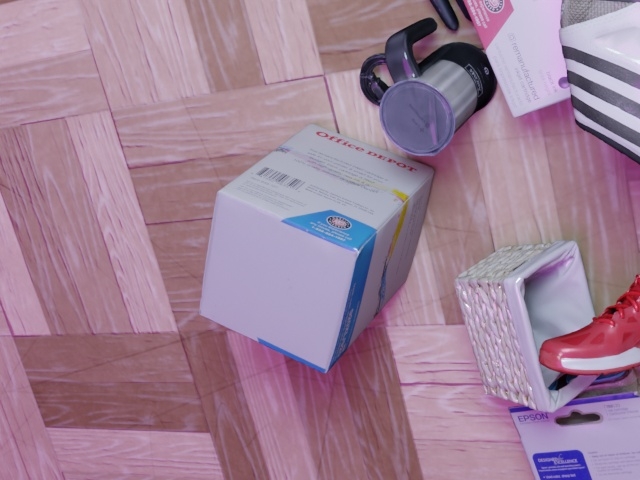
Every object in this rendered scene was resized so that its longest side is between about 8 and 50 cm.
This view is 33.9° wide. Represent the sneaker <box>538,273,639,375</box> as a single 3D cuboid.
[{"bbox_3d":[0.328,0.062,1.109,0.087,0.221,0.128,-160,60,-71],"label":"sneaker"}]

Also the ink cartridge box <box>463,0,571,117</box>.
[{"bbox_3d":[0.269,-0.235,1.037,0.218,0.092,0.158,-19,102,31],"label":"ink cartridge box"}]

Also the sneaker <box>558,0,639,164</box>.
[{"bbox_3d":[0.427,-0.159,0.881,0.448,0.169,0.257,-1,109,18],"label":"sneaker"}]

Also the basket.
[{"bbox_3d":[0.235,0.092,1.183,0.103,0.113,0.167,4,116,51],"label":"basket"}]

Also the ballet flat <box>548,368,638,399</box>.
[{"bbox_3d":[0.290,0.179,1.239,0.168,0.057,0.052,-9,117,32],"label":"ballet flat"}]

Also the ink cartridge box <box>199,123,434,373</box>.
[{"bbox_3d":[0.000,0.000,1.203,0.171,0.233,0.168,23,123,17],"label":"ink cartridge box"}]

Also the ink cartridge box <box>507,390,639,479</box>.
[{"bbox_3d":[0.357,0.319,1.260,0.165,0.065,0.332,-12,107,32],"label":"ink cartridge box"}]

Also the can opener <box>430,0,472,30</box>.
[{"bbox_3d":[0.110,-0.307,1.112,0.059,0.073,0.186,-8,121,39],"label":"can opener"}]

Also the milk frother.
[{"bbox_3d":[0.095,-0.155,1.138,0.129,0.135,0.143,50,129,-2],"label":"milk frother"}]
